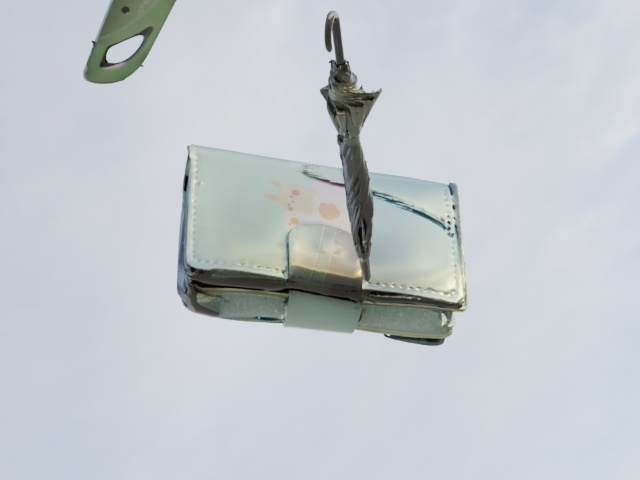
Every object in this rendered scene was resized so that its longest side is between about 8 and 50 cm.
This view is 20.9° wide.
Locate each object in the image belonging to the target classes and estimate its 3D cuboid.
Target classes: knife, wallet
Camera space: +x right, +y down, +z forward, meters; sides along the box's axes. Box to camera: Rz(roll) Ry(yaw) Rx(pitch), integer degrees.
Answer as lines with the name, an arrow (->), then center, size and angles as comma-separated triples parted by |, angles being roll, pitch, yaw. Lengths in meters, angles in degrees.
knife -> -0.060, -0.204, 0.932 | 0.043, 0.020, 0.293 | 19, -63, -22
wallet -> 0.000, 0.000, 1.518 | 0.250, 0.176, 0.075 | 9, -43, -10

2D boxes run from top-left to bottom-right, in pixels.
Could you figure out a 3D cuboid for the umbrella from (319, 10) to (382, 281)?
umbrella -> 0.027, -0.067, 1.252 | 0.044, 0.044, 0.269 | 5, -39, 12
